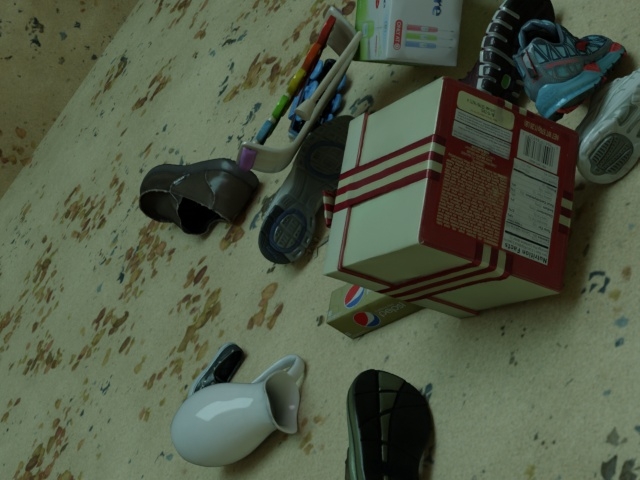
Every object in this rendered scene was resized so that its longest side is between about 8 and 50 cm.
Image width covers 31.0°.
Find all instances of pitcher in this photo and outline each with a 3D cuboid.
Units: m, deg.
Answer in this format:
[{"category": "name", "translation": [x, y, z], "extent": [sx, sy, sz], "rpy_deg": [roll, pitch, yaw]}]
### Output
[{"category": "pitcher", "translation": [-0.122, 0.262, 1.807], "extent": [0.207, 0.125, 0.177], "rpy_deg": [-26, 19, 28]}]

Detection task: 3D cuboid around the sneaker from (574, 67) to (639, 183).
[{"category": "sneaker", "translation": [0.401, -0.186, 1.466], "extent": [0.232, 0.090, 0.115], "rpy_deg": [-45, 26, 19]}]

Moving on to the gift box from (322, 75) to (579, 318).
[{"category": "gift box", "translation": [0.171, -0.058, 1.498], "extent": [0.258, 0.255, 0.276], "rpy_deg": [-22, 49, 58]}]

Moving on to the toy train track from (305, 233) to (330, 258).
[{"category": "toy train track", "translation": [0.000, 0.000, 1.979], "extent": [0.083, 0.014, 0.048], "rpy_deg": [-36, 34, 33]}]

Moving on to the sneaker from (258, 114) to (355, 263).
[{"category": "sneaker", "translation": [-0.027, -0.096, 2.032], "extent": [0.297, 0.111, 0.129], "rpy_deg": [-55, 12, -7]}]

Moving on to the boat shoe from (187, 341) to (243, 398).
[{"category": "boat shoe", "translation": [-0.180, 0.238, 1.979], "extent": [0.142, 0.049, 0.040], "rpy_deg": [-59, 28, -9]}]

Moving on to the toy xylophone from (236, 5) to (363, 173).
[{"category": "toy xylophone", "translation": [-0.024, -0.257, 1.954], "extent": [0.322, 0.081, 0.236], "rpy_deg": [-59, 1, -25]}]

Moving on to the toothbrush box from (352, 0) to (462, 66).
[{"category": "toothbrush box", "translation": [0.142, -0.393, 1.899], "extent": [0.283, 0.122, 0.206], "rpy_deg": [-138, 52, -76]}]

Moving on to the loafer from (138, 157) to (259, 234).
[{"category": "loafer", "translation": [-0.277, -0.081, 2.373], "extent": [0.366, 0.134, 0.130], "rpy_deg": [-11, 51, 54]}]

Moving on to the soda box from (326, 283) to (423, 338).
[{"category": "soda box", "translation": [0.092, 0.083, 1.700], "extent": [0.181, 0.058, 0.061], "rpy_deg": [-29, 38, 42]}]

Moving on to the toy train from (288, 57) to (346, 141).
[{"category": "toy train", "translation": [-0.012, -0.264, 2.214], "extent": [0.105, 0.080, 0.184], "rpy_deg": [-28, 40, 56]}]

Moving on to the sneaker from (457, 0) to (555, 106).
[{"category": "sneaker", "translation": [0.245, -0.258, 1.771], "extent": [0.162, 0.106, 0.281], "rpy_deg": [-1, 60, 61]}]

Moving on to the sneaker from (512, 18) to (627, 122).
[{"category": "sneaker", "translation": [0.326, -0.252, 1.537], "extent": [0.104, 0.125, 0.262], "rpy_deg": [-37, 3, 29]}]

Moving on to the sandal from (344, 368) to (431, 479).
[{"category": "sandal", "translation": [0.072, 0.290, 1.463], "extent": [0.086, 0.120, 0.302], "rpy_deg": [-50, 25, 42]}]
